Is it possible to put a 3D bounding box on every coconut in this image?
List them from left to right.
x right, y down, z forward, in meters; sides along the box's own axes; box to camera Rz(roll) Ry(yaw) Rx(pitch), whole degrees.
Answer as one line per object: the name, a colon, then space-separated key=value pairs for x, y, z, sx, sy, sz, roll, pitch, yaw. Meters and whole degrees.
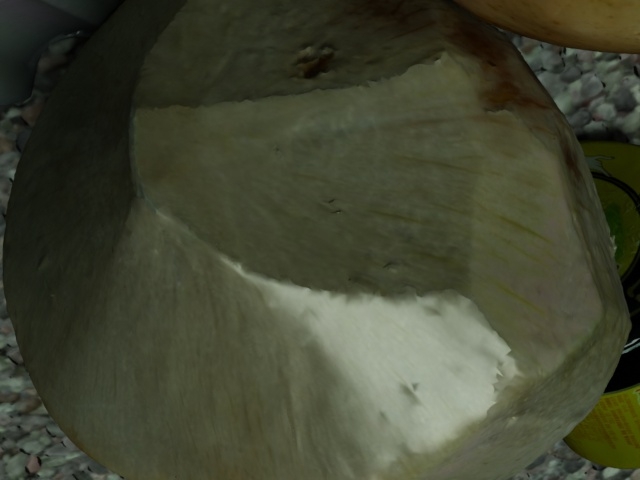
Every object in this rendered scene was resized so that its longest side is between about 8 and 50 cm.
coconut: x=0.000 y=0.000 z=0.938 sx=0.415 sy=0.415 sz=0.345 roll=17 pitch=80 yaw=-25

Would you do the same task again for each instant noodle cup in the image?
instant noodle cup: x=0.228 y=0.068 z=1.200 sx=0.215 sy=0.215 sz=0.236 roll=-24 pitch=137 yaw=6

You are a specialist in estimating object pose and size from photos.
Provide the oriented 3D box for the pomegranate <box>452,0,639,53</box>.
pomegranate: x=0.186 y=-0.273 z=0.830 sx=0.338 sy=0.338 sz=0.338 roll=-7 pitch=129 yaw=-9

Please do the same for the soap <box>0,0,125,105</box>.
soap: x=-0.251 y=-0.236 z=0.933 sx=0.159 sy=0.258 sz=0.302 roll=-27 pitch=173 yaw=7
